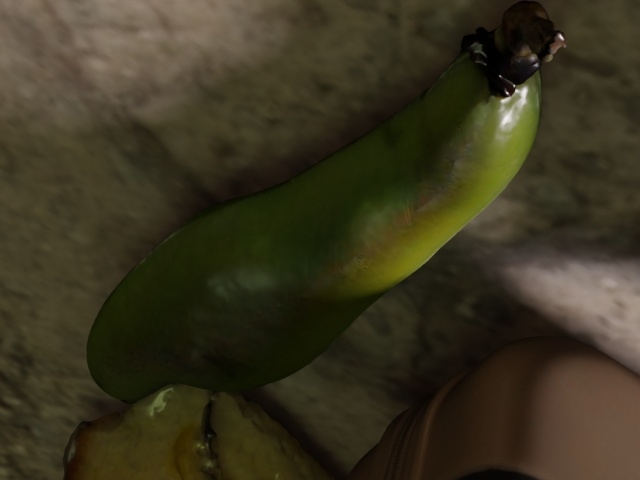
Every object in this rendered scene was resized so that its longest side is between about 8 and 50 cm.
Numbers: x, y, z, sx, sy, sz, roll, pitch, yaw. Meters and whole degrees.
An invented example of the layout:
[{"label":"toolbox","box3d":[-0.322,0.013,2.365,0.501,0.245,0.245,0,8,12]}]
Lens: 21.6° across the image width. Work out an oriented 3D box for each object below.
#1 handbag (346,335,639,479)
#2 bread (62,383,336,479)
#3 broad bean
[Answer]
[{"label":"handbag","box3d":[0.133,0.212,0.646,0.302,0.283,0.149,35,137,-12]},{"label":"bread","box3d":[-0.059,0.171,0.773,0.140,0.160,0.169,-25,118,38]},{"label":"broad bean","box3d":[0.002,-0.006,0.658,0.075,0.067,0.325,14,143,-35]}]
